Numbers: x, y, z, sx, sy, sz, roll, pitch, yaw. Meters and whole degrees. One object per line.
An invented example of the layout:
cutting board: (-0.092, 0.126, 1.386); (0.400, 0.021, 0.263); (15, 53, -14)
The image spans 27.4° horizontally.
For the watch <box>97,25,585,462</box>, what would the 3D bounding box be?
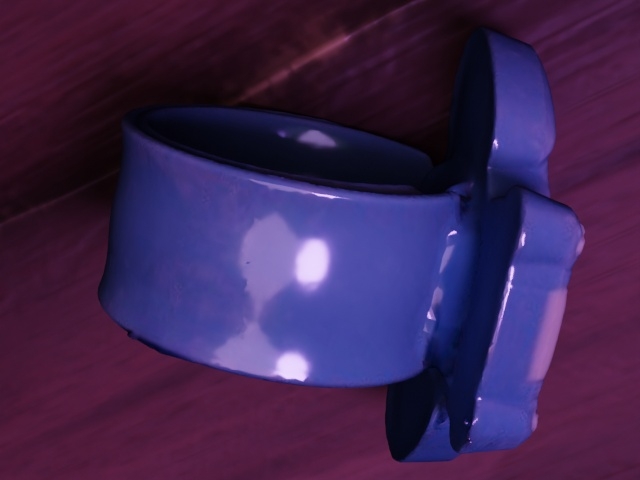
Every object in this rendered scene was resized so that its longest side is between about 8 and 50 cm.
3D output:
watch: (0.000, 0.000, 0.595); (0.193, 0.211, 0.211); (9, 109, -6)
